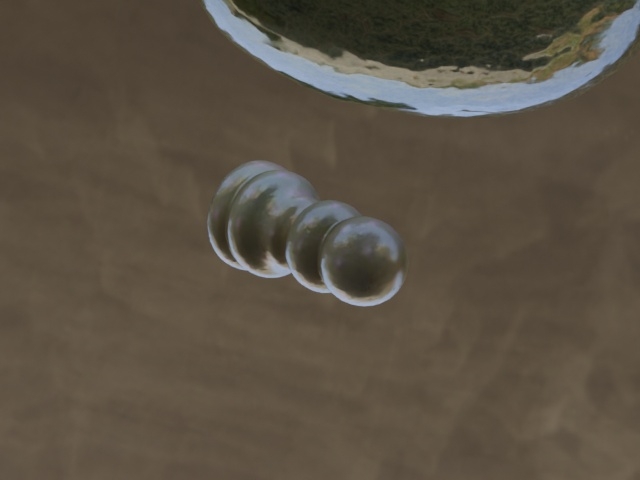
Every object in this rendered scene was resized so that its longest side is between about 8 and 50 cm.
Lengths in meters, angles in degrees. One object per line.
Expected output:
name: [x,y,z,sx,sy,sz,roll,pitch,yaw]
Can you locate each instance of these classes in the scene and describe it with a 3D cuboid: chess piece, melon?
chess piece: [0.000,0.000,1.136,0.170,0.094,0.094,21,-42,43]
melon: [0.073,-0.198,0.897,0.329,0.248,0.248,-4,-48,-25]
